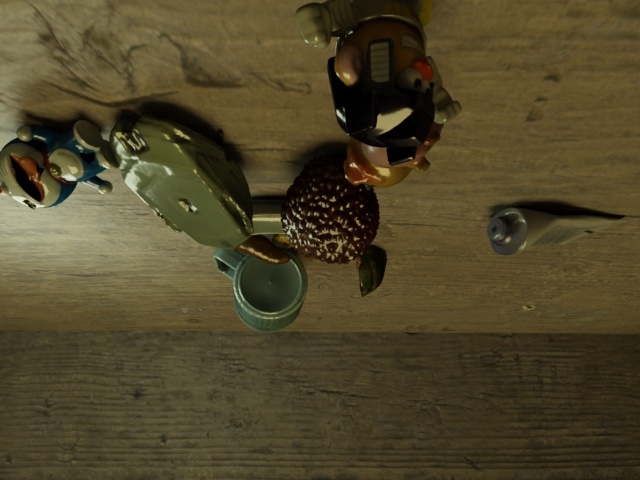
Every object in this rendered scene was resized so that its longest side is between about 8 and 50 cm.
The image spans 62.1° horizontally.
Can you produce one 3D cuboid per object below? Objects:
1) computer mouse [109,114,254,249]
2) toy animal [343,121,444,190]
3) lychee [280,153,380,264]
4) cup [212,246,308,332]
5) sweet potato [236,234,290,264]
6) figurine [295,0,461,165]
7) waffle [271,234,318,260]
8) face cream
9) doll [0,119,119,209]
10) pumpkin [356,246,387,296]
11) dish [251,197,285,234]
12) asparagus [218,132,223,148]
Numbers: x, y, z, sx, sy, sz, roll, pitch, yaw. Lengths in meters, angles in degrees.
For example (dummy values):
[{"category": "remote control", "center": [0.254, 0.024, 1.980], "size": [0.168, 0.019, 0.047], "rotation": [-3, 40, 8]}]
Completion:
[{"category": "computer mouse", "center": [-0.292, -0.140, 1.220], "size": [0.228, 0.145, 0.429], "rotation": [-2, 145, 26]}, {"category": "toy animal", "center": [0.135, -0.197, 1.053], "size": [0.169, 0.195, 0.281], "rotation": [-35, 171, -29]}, {"category": "lychee", "center": [0.025, -0.083, 1.259], "size": [0.272, 0.271, 0.271], "rotation": [0, 159, 0]}, {"category": "cup", "center": [-0.190, 0.141, 1.837], "size": [0.257, 0.331, 0.311], "rotation": [-25, 170, -13]}, {"category": "sweet potato", "center": [-0.227, 0.003, 1.645], "size": [0.292, 0.097, 0.097], "rotation": [19, 153, -25]}, {"category": "figurine", "center": [0.088, -0.248, 0.737], "size": [0.309, 0.308, 0.143], "rotation": [9, 162, -22]}, {"category": "waffle", "center": [0.008, 0.002, 1.709], "size": [0.301, 0.058, 0.282], "rotation": [16, 155, -32]}, {"category": "face cream", "center": [0.674, -0.023, 1.579], "size": [0.421, 0.137, 0.235], "rotation": [1, 160, -26]}, {"category": "doll", "center": [-0.570, -0.159, 1.150], "size": [0.257, 0.161, 0.215], "rotation": [-20, 125, 19]}, {"category": "pumpkin", "center": [0.184, 0.130, 1.895], "size": [0.111, 0.162, 0.278], "rotation": [1, 160, 2]}, {"category": "dish", "center": [-0.138, -0.066, 1.500], "size": [0.213, 0.077, 0.151], "rotation": [0, 161, 1]}, {"category": "asparagus", "center": [-0.227, -0.208, 1.217], "size": [0.016, 0.016, 0.163], "rotation": [28, 158, 2]}]
